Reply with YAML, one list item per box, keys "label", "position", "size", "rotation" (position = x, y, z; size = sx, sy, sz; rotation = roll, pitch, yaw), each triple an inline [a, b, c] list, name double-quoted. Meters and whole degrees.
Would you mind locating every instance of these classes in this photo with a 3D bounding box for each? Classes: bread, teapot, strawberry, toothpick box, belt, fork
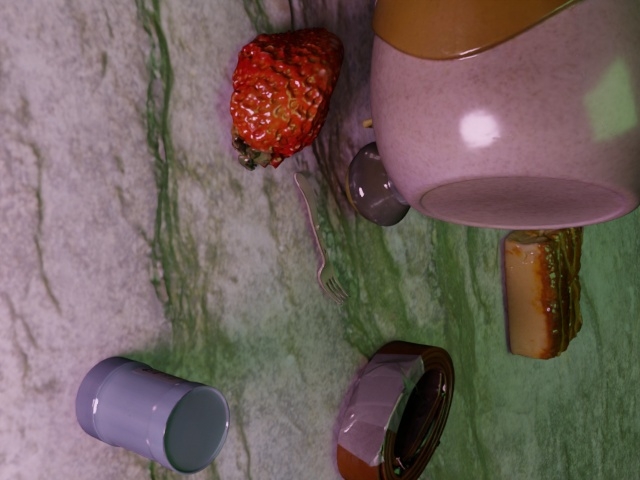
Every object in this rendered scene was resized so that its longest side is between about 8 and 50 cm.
- label: "bread"
  position: [0.468, 0.097, 1.841]
  size: [0.185, 0.114, 0.274]
  rotation: [-29, 122, -44]
- label: "teapot"
  position: [0.105, -0.105, 1.333]
  size: [0.130, 0.119, 0.165]
  rotation: [-8, 88, -50]
- label: "strawberry"
  position: [-0.026, -0.198, 1.166]
  size: [0.175, 0.107, 0.235]
  rotation: [36, 69, -49]
- label: "toothpick box"
  position: [0.260, -0.248, 1.164]
  size: [0.409, 0.409, 0.425]
  rotation: [20, 71, -51]
- label: "belt"
  position: [0.126, 0.285, 1.462]
  size: [0.261, 0.105, 0.184]
  rotation: [-55, 133, -28]
- label: "fork"
  position: [-0.004, -0.001, 1.308]
  size: [0.034, 0.028, 0.219]
  rotation: [-38, 122, -31]
- label: "toothpick box"
  position: [-0.190, 0.196, 1.009]
  size: [0.101, 0.153, 0.101]
  rotation: [-15, 110, -49]
